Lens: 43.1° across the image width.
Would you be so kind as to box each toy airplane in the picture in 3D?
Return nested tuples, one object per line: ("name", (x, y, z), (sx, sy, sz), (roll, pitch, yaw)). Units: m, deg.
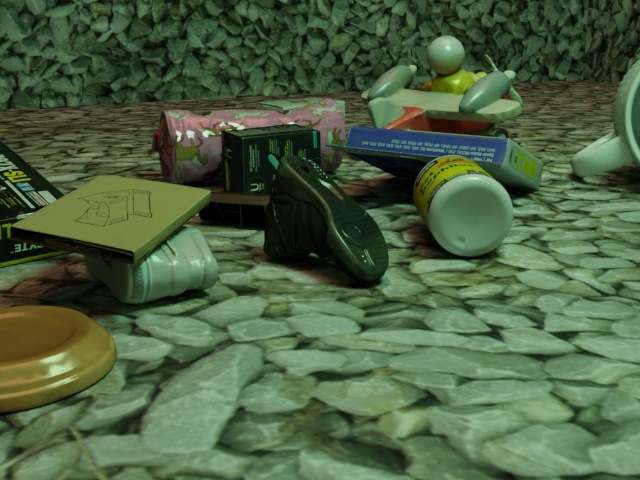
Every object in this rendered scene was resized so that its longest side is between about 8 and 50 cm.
("toy airplane", (0.261, -0.327, 1.853), (0.386, 0.272, 0.384), (3, 17, 12))

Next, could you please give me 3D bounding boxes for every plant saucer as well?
("plant saucer", (-0.300, 0.106, 0.781), (0.200, 0.037, 0.200), (-1, 15, 0))

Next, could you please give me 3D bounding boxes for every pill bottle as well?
("pill bottle", (0.202, -0.059, 1.192), (0.117, 0.117, 0.215), (-1, 16, -2))

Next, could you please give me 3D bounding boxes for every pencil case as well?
("pencil case", (-0.142, -0.203, 1.650), (0.386, 0.160, 0.167), (-8, -16, -21))

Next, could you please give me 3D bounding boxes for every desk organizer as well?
("desk organizer", (-0.137, -0.048, 1.299), (0.130, 0.047, 0.050), (4, 19, 18))

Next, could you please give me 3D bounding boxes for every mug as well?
("mug", (0.661, -0.226, 1.566), (0.374, 0.276, 0.328), (-29, 3, 15))

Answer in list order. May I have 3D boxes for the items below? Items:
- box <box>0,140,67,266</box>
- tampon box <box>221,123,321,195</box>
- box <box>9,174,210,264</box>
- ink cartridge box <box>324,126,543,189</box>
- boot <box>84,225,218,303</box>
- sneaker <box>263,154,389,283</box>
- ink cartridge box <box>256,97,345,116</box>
("box", (-0.539, -0.056, 1.176), (0.257, 0.079, 0.322), (-13, 33, -41))
("tampon box", (-0.092, -0.147, 1.508), (0.161, 0.120, 0.101), (-9, 18, -28))
("box", (-0.251, -0.032, 0.993), (0.164, 0.021, 0.201), (10, 26, 15))
("ink cartridge box", (0.212, -0.156, 1.461), (0.303, 0.072, 0.307), (10, -3, 29))
("boot", (-0.225, 0.011, 1.047), (0.123, 0.095, 0.258), (-3, 23, -30))
("sneaker", (0.000, 0.000, 1.084), (0.087, 0.130, 0.227), (-9, 45, -42))
("ink cartridge box", (-0.047, -0.264, 1.908), (0.176, 0.128, 0.127), (-12, 20, -32))
